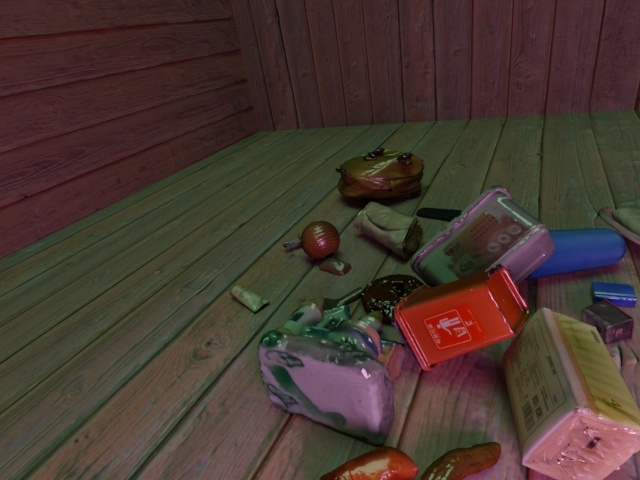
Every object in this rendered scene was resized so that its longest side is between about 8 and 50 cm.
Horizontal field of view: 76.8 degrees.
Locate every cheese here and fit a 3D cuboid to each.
[{"bbox_3d":[-0.052,-0.007,1.493,0.092,0.048,0.171,14,36,44],"label":"cheese"}]

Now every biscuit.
[{"bbox_3d":[0.202,0.153,1.096,0.192,0.049,0.192,-12,28,6],"label":"biscuit"}]

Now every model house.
[{"bbox_3d":[0.062,0.215,0.882,0.267,0.194,0.325,6,28,30],"label":"model house"}]

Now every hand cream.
[{"bbox_3d":[-0.222,0.174,1.223,0.143,0.039,0.061,20,38,38],"label":"hand cream"}]

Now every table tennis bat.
[{"bbox_3d":[0.024,0.191,1.123,0.234,0.022,0.131,-25,29,-22],"label":"table tennis bat"}]

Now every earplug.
[{"bbox_3d":[0.678,0.028,1.094,0.272,0.133,0.132,-6,27,1],"label":"earplug"}]

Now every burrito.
[{"bbox_3d":[0.241,-0.038,1.395,0.143,0.105,0.299,-31,33,-17],"label":"burrito"}]

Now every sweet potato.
[{"bbox_3d":[0.225,0.372,0.663,0.182,0.053,0.054,-22,24,-20],"label":"sweet potato"}]

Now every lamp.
[{"bbox_3d":[0.000,0.000,1.371,0.136,0.136,0.136,-8,27,4],"label":"lamp"}]

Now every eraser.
[{"bbox_3d":[0.711,0.130,0.983,0.084,0.027,0.063,3,29,25],"label":"eraser"}]

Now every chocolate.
[{"bbox_3d":[0.047,0.080,1.312,0.100,0.031,0.064,17,42,39],"label":"chocolate"}]

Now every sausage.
[{"bbox_3d":[0.070,0.389,0.649,0.179,0.089,0.089,-21,29,-15],"label":"sausage"}]

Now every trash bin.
[{"bbox_3d":[0.295,0.152,0.847,0.238,0.161,0.184,-32,-7,41],"label":"trash bin"}]

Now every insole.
[{"bbox_3d":[0.500,-0.088,1.494,0.309,0.012,0.110,11,35,36],"label":"insole"}]

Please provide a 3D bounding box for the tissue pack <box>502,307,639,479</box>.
[{"bbox_3d":[0.409,0.256,0.683,0.125,0.159,0.234,19,31,4],"label":"tissue pack"}]

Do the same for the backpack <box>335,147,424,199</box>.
[{"bbox_3d":[0.259,-0.293,1.772,0.377,0.201,0.353,-16,23,-18],"label":"backpack"}]

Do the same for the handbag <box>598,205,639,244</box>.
[{"bbox_3d":[0.891,-0.025,1.093,0.219,0.079,0.256,15,29,-1],"label":"handbag"}]

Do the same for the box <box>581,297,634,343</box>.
[{"bbox_3d":[0.628,0.179,0.890,0.063,0.060,0.085,-19,28,0],"label":"box"}]

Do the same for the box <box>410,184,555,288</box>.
[{"bbox_3d":[0.413,0.038,1.014,0.312,0.175,0.182,-44,41,7],"label":"box"}]
